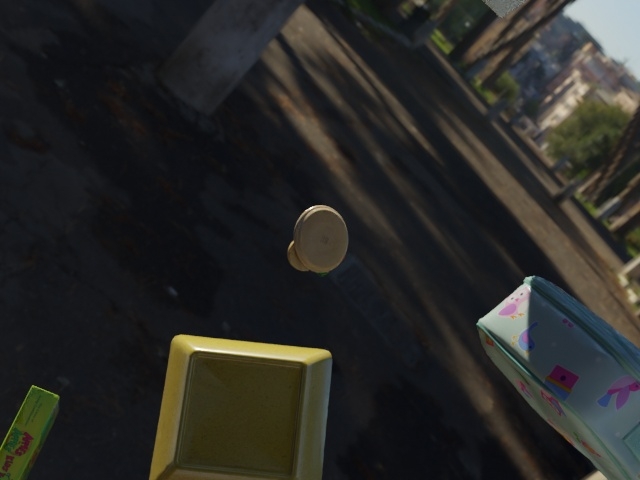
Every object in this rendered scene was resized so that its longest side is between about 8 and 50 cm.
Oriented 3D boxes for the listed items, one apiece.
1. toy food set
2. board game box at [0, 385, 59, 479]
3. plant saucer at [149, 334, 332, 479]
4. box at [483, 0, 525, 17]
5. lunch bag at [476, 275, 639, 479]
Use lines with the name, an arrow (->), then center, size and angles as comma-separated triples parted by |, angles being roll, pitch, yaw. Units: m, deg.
toy food set -> 0.000, 0.000, 1.116 | 0.082, 0.083, 0.020 | 13, -8, -35
board game box -> -0.425, 0.303, 1.307 | 0.043, 0.092, 0.181 | 23, 63, -6
plant saucer -> -0.151, 0.345, 1.812 | 0.081, 0.332, 0.333 | 97, -2, -66
box -> 0.223, -0.347, 1.118 | 0.087, 0.101, 0.102 | 29, 40, -39
lunch bag -> 0.306, 0.176, 1.006 | 0.279, 0.108, 0.224 | 46, -2, -37
